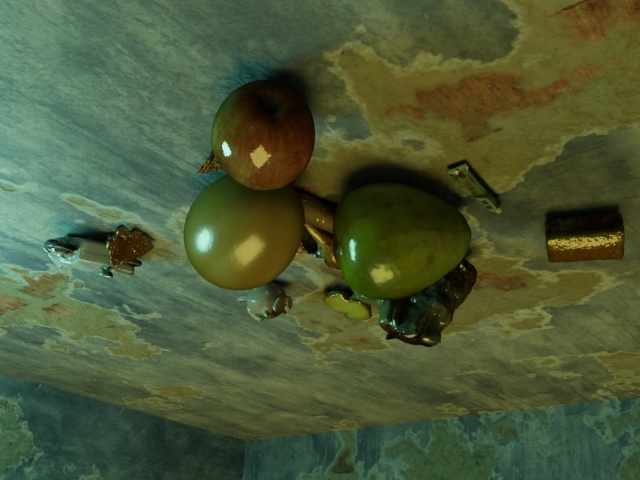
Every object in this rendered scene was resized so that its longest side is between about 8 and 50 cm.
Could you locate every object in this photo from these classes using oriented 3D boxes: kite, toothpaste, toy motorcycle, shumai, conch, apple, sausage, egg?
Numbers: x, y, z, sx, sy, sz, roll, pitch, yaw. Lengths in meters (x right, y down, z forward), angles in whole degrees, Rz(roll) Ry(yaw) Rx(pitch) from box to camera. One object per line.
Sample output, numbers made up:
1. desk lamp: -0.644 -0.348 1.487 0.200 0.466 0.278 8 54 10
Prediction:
1. kite: -0.188 -0.182 1.433 0.222 0.008 0.125 -3 151 13
2. toothpaste: 0.348 -0.112 1.477 0.049 0.031 0.204 -19 142 35
3. toy motorcycle: -0.626 0.040 1.824 0.260 0.110 0.171 15 167 -35
4. shumai: 0.234 0.155 1.729 0.346 0.283 0.217 -1 150 5
5. conch: 0.000 0.000 1.692 0.232 0.080 0.086 38 117 -15
6. apple: -0.102 -0.192 1.216 0.188 0.188 0.174 9 147 -10
7. sausage: 0.051 -0.041 1.615 0.301 0.066 0.066 22 147 -28
8. egg: -0.164 -0.025 1.469 0.250 0.250 0.322 16 147 -23

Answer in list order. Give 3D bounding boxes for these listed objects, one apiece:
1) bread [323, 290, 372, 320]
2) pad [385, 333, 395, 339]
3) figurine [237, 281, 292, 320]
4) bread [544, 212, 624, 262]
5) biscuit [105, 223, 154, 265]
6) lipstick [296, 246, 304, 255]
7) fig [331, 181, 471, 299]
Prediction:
1. bread: 0.088 0.191 2.058 0.149 0.065 0.188 8 157 16
2. pad: 0.222 0.257 2.163 0.323 0.055 0.250 6 152 -4
3. figurine: -0.161 0.182 1.999 0.138 0.125 0.125 1 154 28
4. bread: 0.615 -0.005 1.566 0.172 0.103 0.132 -6 147 19
5. biscuit: -0.504 0.013 1.776 0.130 0.019 0.119 5 115 -39
6. lipstick: -0.069 0.023 1.774 0.038 0.038 0.130 24 146 -33
7. fig: 0.184 0.001 1.487 0.326 0.258 0.258 -1 155 -19
